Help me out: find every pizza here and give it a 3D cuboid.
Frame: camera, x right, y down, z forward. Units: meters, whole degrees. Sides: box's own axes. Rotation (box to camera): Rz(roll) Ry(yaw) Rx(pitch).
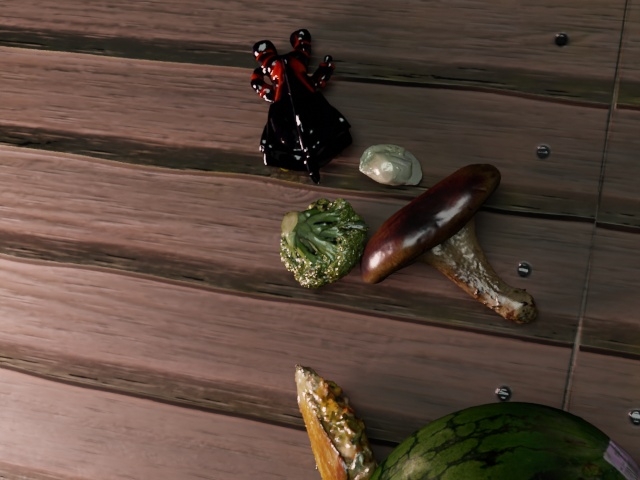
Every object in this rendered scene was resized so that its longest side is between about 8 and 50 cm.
[{"bbox_3d":[0.028,0.259,1.320,0.069,0.147,0.226,-13,26,-13],"label":"pizza"}]

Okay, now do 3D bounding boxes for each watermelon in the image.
[{"bbox_3d":[0.197,0.349,1.141,0.363,0.363,0.363,-4,75,13],"label":"watermelon"}]

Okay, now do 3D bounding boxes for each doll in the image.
[{"bbox_3d":[-0.029,-0.186,1.477,0.127,0.088,0.248,-33,59,26],"label":"doll"}]

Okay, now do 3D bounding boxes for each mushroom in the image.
[{"bbox_3d":[0.185,0.036,1.348,0.227,0.148,0.217,-37,86,8],"label":"mushroom"}]

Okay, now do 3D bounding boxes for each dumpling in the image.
[{"bbox_3d":[0.099,-0.106,1.432,0.076,0.052,0.057,8,88,27],"label":"dumpling"}]

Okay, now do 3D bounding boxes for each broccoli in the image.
[{"bbox_3d":[0.000,0.000,1.396,0.130,0.120,0.131,-52,36,13],"label":"broccoli"}]
